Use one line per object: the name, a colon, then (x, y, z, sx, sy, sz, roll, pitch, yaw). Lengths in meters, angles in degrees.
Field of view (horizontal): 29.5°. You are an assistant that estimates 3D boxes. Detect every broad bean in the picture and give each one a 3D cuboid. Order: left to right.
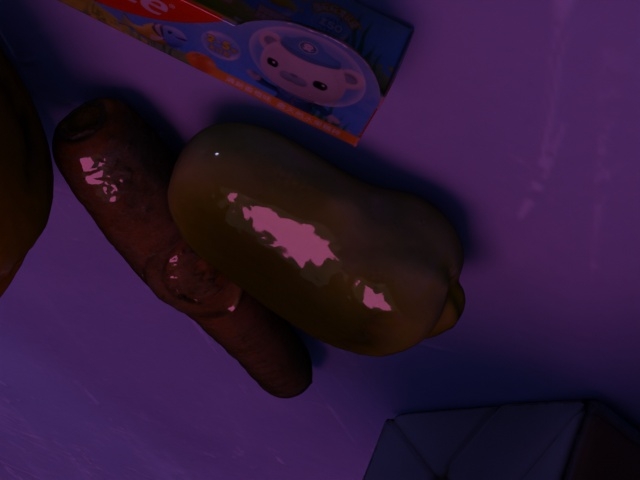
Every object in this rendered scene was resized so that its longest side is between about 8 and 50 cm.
broad bean: (0.000, 0.000, 0.674, 0.174, 0.082, 0.124, 30, 148, 11)

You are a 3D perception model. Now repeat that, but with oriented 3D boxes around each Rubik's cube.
Rubik's cube: (0.155, 0.264, 0.862, 0.225, 0.221, 0.231, 37, 153, -23)

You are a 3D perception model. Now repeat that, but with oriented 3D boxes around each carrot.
carrot: (-0.069, 0.029, 0.798, 0.070, 0.070, 0.342, 8, 151, 29)

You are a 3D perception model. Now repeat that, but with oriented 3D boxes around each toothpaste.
toothpaste: (-0.054, -0.114, 0.536, 0.193, 0.044, 0.070, 26, 152, -4)

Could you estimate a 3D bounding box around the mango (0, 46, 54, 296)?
mango: (-0.281, -0.075, 0.640, 0.253, 0.182, 0.365, 16, 153, 17)
